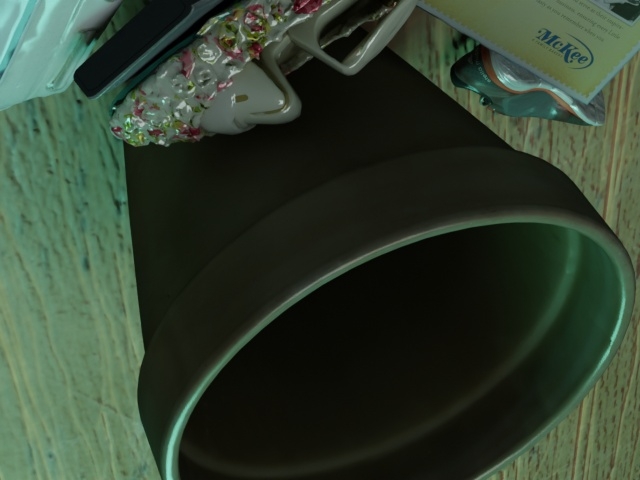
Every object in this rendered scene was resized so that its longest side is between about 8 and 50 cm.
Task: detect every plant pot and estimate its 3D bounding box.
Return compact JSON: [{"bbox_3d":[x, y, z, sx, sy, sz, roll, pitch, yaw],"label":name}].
[{"bbox_3d":[0.000,0.000,1.206,0.323,0.280,0.323,-18,142,-15],"label":"plant pot"}]

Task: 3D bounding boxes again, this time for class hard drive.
[{"bbox_3d":[-0.081,-0.135,1.076,0.094,0.022,0.135,-37,-177,32],"label":"hard drive"}]

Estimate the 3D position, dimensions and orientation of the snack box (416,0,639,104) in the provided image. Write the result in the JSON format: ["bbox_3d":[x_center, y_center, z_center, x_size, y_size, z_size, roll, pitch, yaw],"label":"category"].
[{"bbox_3d":[0.116,-0.227,1.143,0.322,0.060,0.187,25,119,-34],"label":"snack box"}]

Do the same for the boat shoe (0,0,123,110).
[{"bbox_3d":[-0.117,-0.198,1.011,0.156,0.135,0.367,-8,147,-37],"label":"boat shoe"}]

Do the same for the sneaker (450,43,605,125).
[{"bbox_3d":[0.156,-0.120,1.371,0.065,0.061,0.158,-20,153,38],"label":"sneaker"}]

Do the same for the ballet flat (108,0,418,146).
[{"bbox_3d":[-0.017,-0.119,1.071,0.241,0.077,0.091,-38,165,6],"label":"ballet flat"}]
